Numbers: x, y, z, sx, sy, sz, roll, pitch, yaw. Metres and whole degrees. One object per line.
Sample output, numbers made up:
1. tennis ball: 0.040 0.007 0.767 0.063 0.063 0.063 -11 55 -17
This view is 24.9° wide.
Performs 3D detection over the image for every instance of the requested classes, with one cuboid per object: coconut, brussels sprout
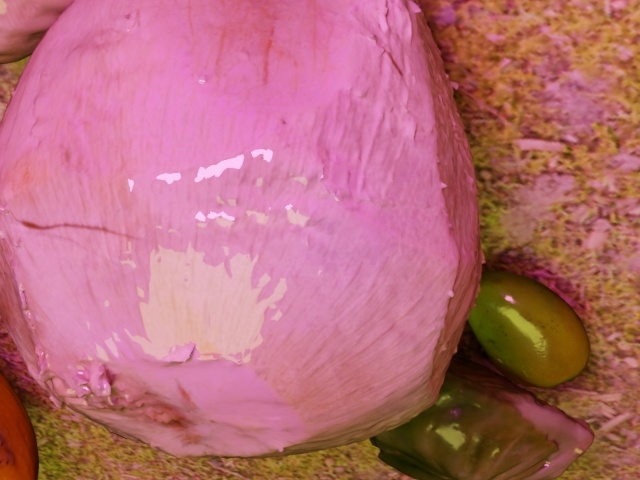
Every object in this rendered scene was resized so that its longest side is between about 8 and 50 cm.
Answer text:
1. coconut: -0.048 -0.006 0.823 0.297 0.254 0.297 0 137 0
2. brussels sprout: 0.101 0.131 1.054 0.181 0.100 0.139 29 168 2

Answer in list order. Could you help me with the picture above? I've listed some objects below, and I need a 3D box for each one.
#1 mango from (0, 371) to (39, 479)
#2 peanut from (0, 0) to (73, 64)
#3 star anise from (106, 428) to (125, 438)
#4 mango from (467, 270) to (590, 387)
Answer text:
1. mango: -0.366 0.106 1.174 0.359 0.144 0.187 47 162 -27
2. peanut: -0.239 -0.160 0.860 0.263 0.101 0.117 3 119 18
3. star anise: -0.126 0.106 1.117 0.214 0.099 0.220 -2 153 39
4. mango: 0.143 0.060 1.013 0.108 0.056 0.073 39 146 -20
